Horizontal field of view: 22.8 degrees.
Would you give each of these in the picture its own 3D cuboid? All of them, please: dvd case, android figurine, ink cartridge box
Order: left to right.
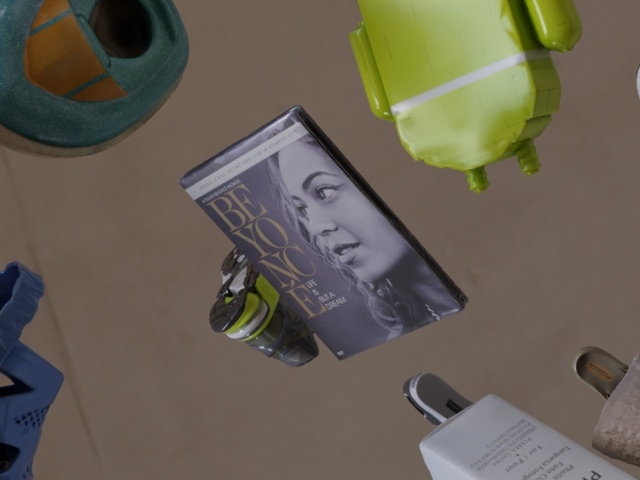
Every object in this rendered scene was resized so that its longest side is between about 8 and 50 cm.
[{"bbox_3d":[0.000,0.000,1.348,0.221,0.018,0.164,49,138,-14],"label":"dvd case"},{"bbox_3d":[0.129,-0.181,1.468,0.248,0.056,0.273,-22,86,43],"label":"android figurine"},{"bbox_3d":[0.260,0.325,1.273,0.385,0.091,0.308,31,148,53],"label":"ink cartridge box"}]

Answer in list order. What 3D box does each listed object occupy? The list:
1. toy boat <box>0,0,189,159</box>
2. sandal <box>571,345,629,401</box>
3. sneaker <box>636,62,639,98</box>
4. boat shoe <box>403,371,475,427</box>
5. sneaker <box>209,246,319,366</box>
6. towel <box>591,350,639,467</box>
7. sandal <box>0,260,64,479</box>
[{"bbox_3d":[-0.260,-0.234,1.483,0.148,0.267,0.318,-19,109,46],"label":"toy boat"},{"bbox_3d":[0.431,0.206,2.207,0.180,0.072,0.049,30,-177,10],"label":"sandal"},{"bbox_3d":[0.431,-0.069,1.727,0.281,0.106,0.162,60,-178,-28],"label":"sneaker"},{"bbox_3d":[0.149,0.194,1.736,0.142,0.049,0.040,43,158,-12],"label":"boat shoe"},{"bbox_3d":[-0.047,0.055,1.859,0.121,0.111,0.300,42,-155,-13],"label":"sneaker"},{"bbox_3d":[0.377,0.129,1.411,0.187,0.282,0.049,15,124,26],"label":"towel"},{"bbox_3d":[-0.293,0.147,1.453,0.126,0.138,0.317,15,120,59],"label":"sandal"}]
